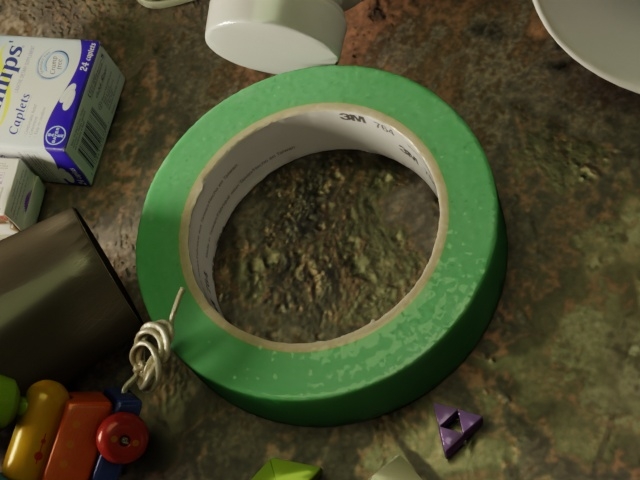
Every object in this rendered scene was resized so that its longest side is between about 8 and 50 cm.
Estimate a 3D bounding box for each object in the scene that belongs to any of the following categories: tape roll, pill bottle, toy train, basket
[{"bbox_3d":[0.000,0.000,1.152,0.321,0.077,0.321,-6,64,12],"label":"tape roll"},{"bbox_3d":[-0.020,-0.314,1.218,0.169,0.169,0.301,6,77,18],"label":"pill bottle"},{"bbox_3d":[-0.216,0.135,1.066,0.143,0.105,0.248,19,88,-21],"label":"toy train"},{"bbox_3d":[-0.282,0.081,1.149,0.227,0.154,0.204,-30,34,-5],"label":"basket"}]

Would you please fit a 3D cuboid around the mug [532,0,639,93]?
[{"bbox_3d":[0.342,-0.350,1.061,0.276,0.374,0.328,14,60,10],"label":"mug"}]

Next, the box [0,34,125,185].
[{"bbox_3d":[-0.281,-0.130,1.295,0.137,0.072,0.126,5,66,18],"label":"box"}]

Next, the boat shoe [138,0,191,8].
[{"bbox_3d":[-0.090,-0.306,1.325,0.233,0.079,0.084,-19,61,3],"label":"boat shoe"}]

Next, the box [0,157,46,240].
[{"bbox_3d":[-0.433,-0.047,1.301,0.324,0.063,0.067,2,64,16],"label":"box"}]

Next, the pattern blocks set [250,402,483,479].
[{"bbox_3d":[0.046,0.276,1.029,0.285,0.026,0.324,30,76,24],"label":"pattern blocks set"}]
